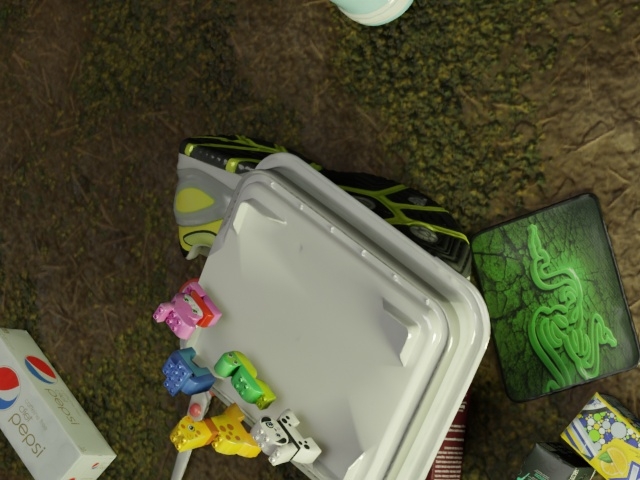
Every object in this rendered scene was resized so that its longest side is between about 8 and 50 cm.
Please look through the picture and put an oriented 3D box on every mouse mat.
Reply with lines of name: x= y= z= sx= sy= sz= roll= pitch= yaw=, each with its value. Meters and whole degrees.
mouse mat: x=0.238 y=0.059 z=1.652 sx=0.153 sy=0.007 sz=0.189 roll=-21 pitch=73 yaw=26

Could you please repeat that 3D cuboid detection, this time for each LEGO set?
LEGO set: x=-0.114 y=0.158 z=1.618 sx=0.227 sy=0.093 sz=0.087 roll=51 pitch=125 yaw=23

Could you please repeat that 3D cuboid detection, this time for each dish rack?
dish rack: x=-0.009 y=0.099 z=1.630 sx=0.333 sy=0.072 sz=0.285 roll=38 pitch=119 yaw=30

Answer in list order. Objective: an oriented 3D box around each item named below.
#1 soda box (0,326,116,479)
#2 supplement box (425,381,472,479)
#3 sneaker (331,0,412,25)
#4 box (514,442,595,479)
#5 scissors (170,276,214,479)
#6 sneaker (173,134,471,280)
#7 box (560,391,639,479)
soda box: x=-0.341 y=0.204 z=1.938 sx=0.074 sy=0.069 sz=0.216 roll=-48 pitch=63 yaw=15
supplement box: x=0.082 y=0.195 z=1.685 sx=0.130 sy=0.073 sz=0.239 roll=5 pitch=85 yaw=32
sneaker: x=0.014 y=-0.407 z=1.735 sx=0.127 sy=0.208 sz=0.319 roll=-15 pitch=75 yaw=30
box: x=0.225 y=0.248 z=1.599 sx=0.052 sy=0.062 sz=0.083 roll=31 pitch=99 yaw=29
scissors: x=-0.129 y=0.178 z=1.843 sx=0.109 sy=0.021 sz=0.297 roll=2 pitch=82 yaw=29
sneaker: x=0.000 y=0.000 z=1.744 sx=0.385 sy=0.145 sz=0.147 roll=24 pitch=112 yaw=36
box: x=0.316 y=0.224 z=1.553 sx=0.169 sy=0.054 sz=0.059 roll=44 pitch=105 yaw=28
